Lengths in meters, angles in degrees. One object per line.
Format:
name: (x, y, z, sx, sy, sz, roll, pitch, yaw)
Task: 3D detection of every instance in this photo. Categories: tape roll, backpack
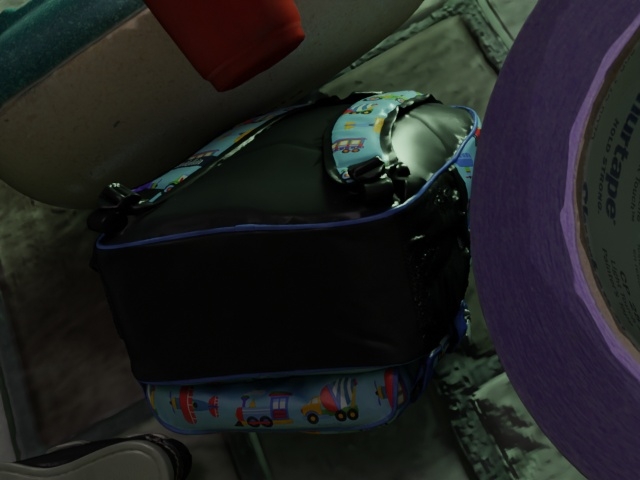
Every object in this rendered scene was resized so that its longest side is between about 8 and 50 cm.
tape roll: (0.196, -0.014, 0.644, 0.274, 0.090, 0.275, -9, 71, 28)
backpack: (0.000, 0.000, 0.792, 0.158, 0.117, 0.173, -6, 19, 23)

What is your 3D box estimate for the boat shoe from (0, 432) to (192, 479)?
boat shoe: (-0.118, 0.115, 0.811, 0.125, 0.038, 0.046, -20, 87, 19)

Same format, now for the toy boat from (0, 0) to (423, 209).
toy boat: (-0.063, -0.129, 0.821, 0.267, 0.148, 0.318, -32, -1, -3)
